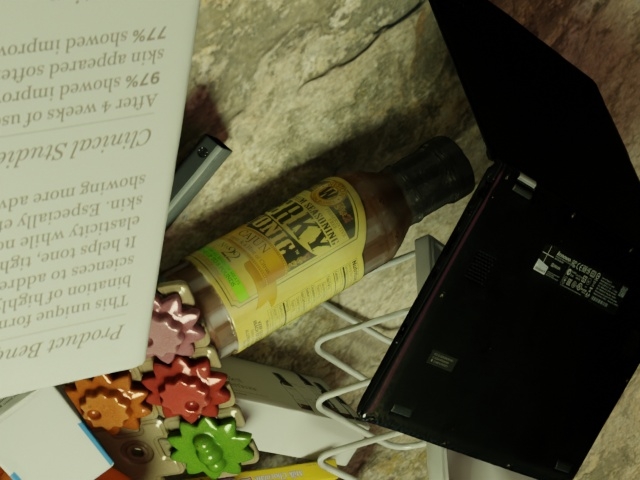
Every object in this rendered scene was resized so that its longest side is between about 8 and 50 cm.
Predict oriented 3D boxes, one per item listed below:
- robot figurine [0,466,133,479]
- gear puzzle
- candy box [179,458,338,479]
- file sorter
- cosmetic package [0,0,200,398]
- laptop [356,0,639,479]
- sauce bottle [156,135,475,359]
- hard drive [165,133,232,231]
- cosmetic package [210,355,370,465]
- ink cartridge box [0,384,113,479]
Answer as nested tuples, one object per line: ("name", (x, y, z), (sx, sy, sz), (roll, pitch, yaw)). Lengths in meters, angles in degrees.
("robot figurine", (-0.236, 0.270, 1.574), (0.128, 0.219, 0.158), (-57, 168, -18))
("gear puzzle", (-0.159, 0.188, 1.599), (0.176, 0.044, 0.339), (-10, 126, 13))
("candy box", (-0.091, 0.269, 1.767), (0.206, 0.027, 0.105), (-5, 163, -18))
("file sorter", (0.104, 0.174, 1.721), (0.173, 0.277, 0.193), (-21, 145, 31))
("cosmetic package", (-0.309, -0.122, 1.107), (0.329, 0.327, 0.393), (-11, 127, -35))
("laptop", (0.174, -0.011, 1.648), (0.382, 0.236, 0.407), (25, 95, -48))
("sauce bottle", (0.000, 0.000, 1.650), (0.344, 0.111, 0.111), (-31, 138, -21))
("hard drive", (-0.137, -0.039, 1.524), (0.135, 0.022, 0.094), (-50, 178, 3))
("cosmetic package", (-0.060, 0.175, 1.746), (0.239, 0.099, 0.060), (18, 106, -48))
("ink cartridge box", (-0.278, 0.126, 1.440), (0.082, 0.191, 0.139), (-37, 139, -10))
